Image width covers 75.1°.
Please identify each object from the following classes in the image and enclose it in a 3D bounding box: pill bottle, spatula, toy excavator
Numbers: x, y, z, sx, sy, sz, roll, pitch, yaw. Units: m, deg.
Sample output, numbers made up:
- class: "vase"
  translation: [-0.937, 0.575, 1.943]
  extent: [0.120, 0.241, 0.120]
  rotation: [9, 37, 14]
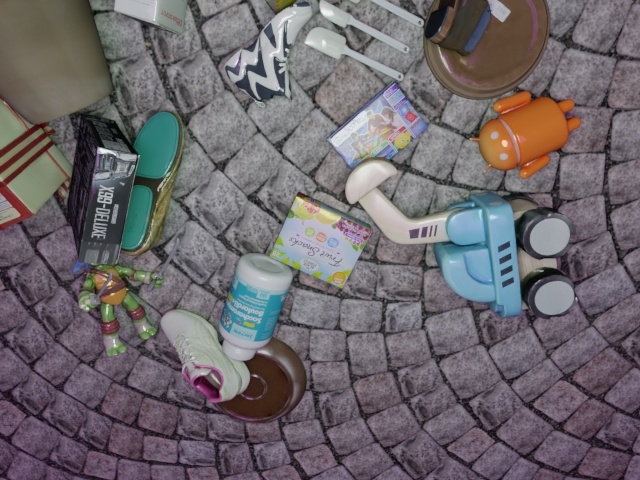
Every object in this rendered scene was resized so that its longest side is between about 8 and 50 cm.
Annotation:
- class: "pill bottle"
  translation: [-0.176, 0.177, 1.081]
  extent: [0.146, 0.146, 0.264]
  rotation: [19, 107, -4]
- class: "spatula"
  translation: [0.104, -0.461, 0.900]
  extent: [0.241, 0.019, 0.168]
  rotation: [16, 104, -19]
- class: "toy excavator"
  translation: [0.310, -0.010, 0.973]
  extent: [0.444, 0.222, 0.433]
  rotation: [-12, 106, 8]

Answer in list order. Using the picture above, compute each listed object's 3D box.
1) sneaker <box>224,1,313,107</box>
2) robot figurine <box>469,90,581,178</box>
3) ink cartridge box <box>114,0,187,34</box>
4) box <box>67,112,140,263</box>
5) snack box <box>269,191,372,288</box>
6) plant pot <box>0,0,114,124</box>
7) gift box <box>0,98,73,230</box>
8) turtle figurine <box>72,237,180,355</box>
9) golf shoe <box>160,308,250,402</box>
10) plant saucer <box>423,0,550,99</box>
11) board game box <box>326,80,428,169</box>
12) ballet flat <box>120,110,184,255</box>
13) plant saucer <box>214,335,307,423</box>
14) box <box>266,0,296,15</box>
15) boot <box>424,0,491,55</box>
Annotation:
- class: "sneaker"
  translation: [-0.082, -0.393, 0.924]
  extent: [0.235, 0.094, 0.153]
  rotation: [-36, 106, 11]
- class: "robot figurine"
  translation: [0.457, -0.236, 0.937]
  extent: [0.219, 0.128, 0.158]
  rotation: [-24, 137, 9]
- class: "ink cartridge box"
  translation: [-0.331, -0.551, 0.848]
  extent: [0.093, 0.154, 0.213]
  rotation: [13, 108, -2]
- class: "box"
  translation: [-0.492, -0.125, 0.920]
  extent: [0.076, 0.307, 0.243]
  rotation: [5, 112, -38]
- class: "snack box"
  translation: [0.000, 0.000, 1.059]
  extent: [0.207, 0.070, 0.175]
  rotation: [25, 107, -5]
- class: "plant pot"
  translation: [-0.588, -0.406, 0.850]
  extent: [0.323, 0.323, 0.281]
  rotation: [-15, 124, 7]
- class: "gift box"
  translation: [-0.752, -0.150, 0.945]
  extent: [0.255, 0.258, 0.276]
  rotation: [-16, 126, 5]
- class: "turtle figurine"
  translation: [-0.496, 0.153, 1.060]
  extent: [0.274, 0.198, 0.267]
  rotation: [-4, 111, 7]
- class: "golf shoe"
  translation: [-0.324, 0.300, 1.103]
  extent: [0.306, 0.140, 0.115]
  rotation: [40, 105, 10]
- class: "plant saucer"
  translation: [0.369, -0.456, 0.917]
  extent: [0.277, 0.041, 0.278]
  rotation: [1, 107, 2]
- class: "board game box"
  translation: [0.133, -0.256, 0.990]
  extent: [0.201, 0.035, 0.136]
  rotation: [-38, 103, 12]
- class: "ballet flat"
  translation: [-0.401, -0.133, 0.997]
  extent: [0.123, 0.123, 0.349]
  rotation: [14, 84, -3]
- class: "plant saucer"
  translation: [-0.196, 0.415, 1.212]
  extent: [0.310, 0.050, 0.311]
  rotation: [1, 108, 3]
- class: "box"
  translation: [-0.065, -0.658, 0.795]
  extent: [0.290, 0.177, 0.279]
  rotation: [-35, 104, 12]
- class: "boot"
  translation: [0.306, -0.498, 0.859]
  extent: [0.106, 0.082, 0.219]
  rotation: [19, 104, -27]
